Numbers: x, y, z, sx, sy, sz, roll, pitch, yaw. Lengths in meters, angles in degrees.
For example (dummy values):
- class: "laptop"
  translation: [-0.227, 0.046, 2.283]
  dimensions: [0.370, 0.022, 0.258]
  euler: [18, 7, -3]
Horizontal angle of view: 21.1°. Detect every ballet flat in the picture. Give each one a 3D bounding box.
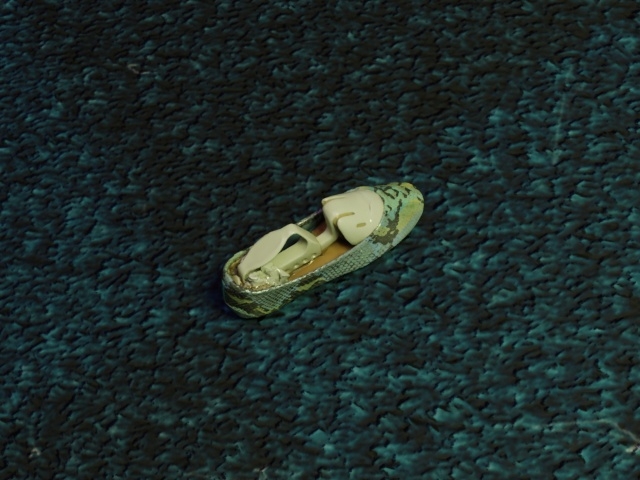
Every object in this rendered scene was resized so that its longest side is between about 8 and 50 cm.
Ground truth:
- class: "ballet flat"
  translation: [0.000, 0.000, 1.420]
  dimensions: [0.188, 0.070, 0.070]
  euler: [-34, 53, -4]
